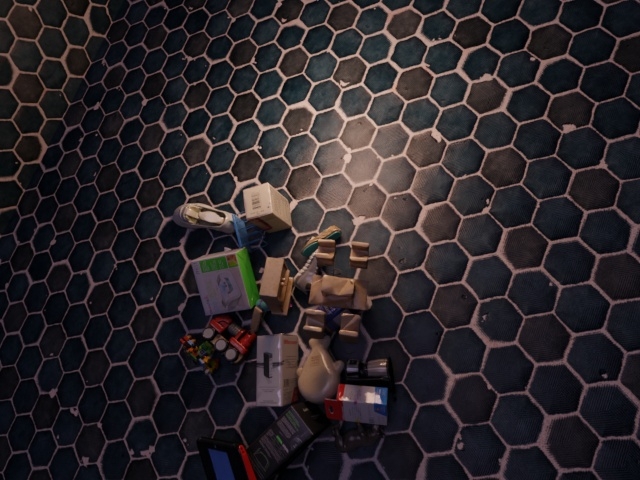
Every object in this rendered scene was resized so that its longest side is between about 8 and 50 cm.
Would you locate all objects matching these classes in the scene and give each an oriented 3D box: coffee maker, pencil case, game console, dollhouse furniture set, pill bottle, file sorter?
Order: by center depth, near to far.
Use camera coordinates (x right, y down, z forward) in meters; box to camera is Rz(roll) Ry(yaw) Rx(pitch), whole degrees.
[{"bbox_3d":[-0.342,0.929,1.569,0.387,0.060,0.341,-24,87,47],"label":"game console"},{"bbox_3d":[0.194,0.546,1.606,0.179,0.120,0.171,-9,74,16],"label":"coffee maker"},{"bbox_3d":[-0.012,0.206,1.635,0.395,0.256,0.361,5,67,8],"label":"dollhouse furniture set"},{"bbox_3d":[0.082,0.280,1.713,0.219,0.123,0.122,-40,68,4],"label":"pill bottle"},{"bbox_3d":[-0.209,0.284,1.836,0.152,0.070,0.064,-11,37,17],"label":"pencil case"},{"bbox_3d":[-0.329,-0.047,1.938,0.105,0.118,0.170,-22,70,7],"label":"file sorter"}]

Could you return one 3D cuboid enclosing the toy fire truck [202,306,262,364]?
[{"bbox_3d":[-0.372,0.394,1.831,0.217,0.158,0.246,37,69,18],"label":"toy fire truck"}]

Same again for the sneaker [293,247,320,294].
[{"bbox_3d":[-0.012,0.142,1.810,0.132,0.086,0.228,41,101,18],"label":"sneaker"}]

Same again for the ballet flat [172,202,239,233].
[{"bbox_3d":[-0.589,-0.123,2.033,0.401,0.139,0.139,11,79,20],"label":"ballet flat"}]

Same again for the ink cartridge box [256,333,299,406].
[{"bbox_3d":[-0.172,0.526,1.687,0.114,0.197,0.272,-6,74,16],"label":"ink cartridge box"}]

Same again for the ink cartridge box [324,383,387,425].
[{"bbox_3d":[0.138,0.619,1.558,0.231,0.134,0.078,1,35,12],"label":"ink cartridge box"}]

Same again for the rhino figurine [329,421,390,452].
[{"bbox_3d":[0.157,0.744,1.591,0.244,0.073,0.106,-21,66,10],"label":"rhino figurine"}]

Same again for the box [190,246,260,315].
[{"bbox_3d":[-0.424,0.182,1.854,0.231,0.127,0.261,-10,99,14],"label":"box"}]

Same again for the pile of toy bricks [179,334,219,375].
[{"bbox_3d":[-0.539,0.498,1.877,0.212,0.117,0.105,29,47,33],"label":"pile of toy bricks"}]

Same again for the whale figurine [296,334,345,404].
[{"bbox_3d":[0.008,0.531,1.682,0.217,0.141,0.271,-19,46,20],"label":"whale figurine"}]

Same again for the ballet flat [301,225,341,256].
[{"bbox_3d":[0.000,0.000,1.855,0.206,0.073,0.067,-29,41,6],"label":"ballet flat"}]

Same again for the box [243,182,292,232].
[{"bbox_3d":[-0.237,-0.142,1.869,0.127,0.232,0.148,-14,72,14],"label":"box"}]

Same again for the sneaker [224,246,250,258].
[{"bbox_3d":[-0.400,0.077,1.966,0.152,0.054,0.061,15,90,27],"label":"sneaker"}]

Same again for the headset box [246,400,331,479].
[{"bbox_3d":[-0.114,0.753,1.582,0.283,0.246,0.131,-45,67,1],"label":"headset box"}]
